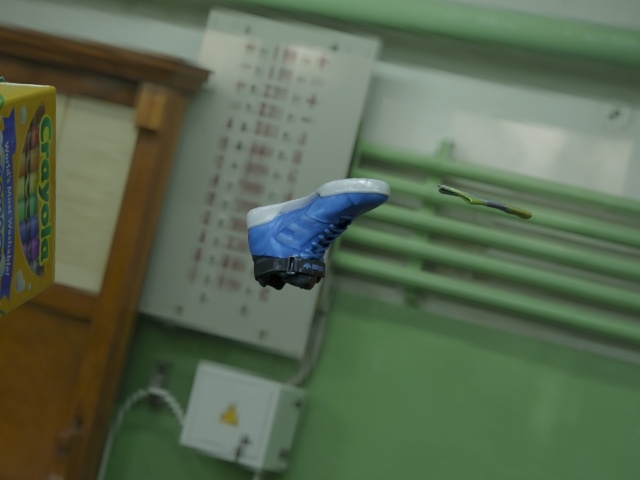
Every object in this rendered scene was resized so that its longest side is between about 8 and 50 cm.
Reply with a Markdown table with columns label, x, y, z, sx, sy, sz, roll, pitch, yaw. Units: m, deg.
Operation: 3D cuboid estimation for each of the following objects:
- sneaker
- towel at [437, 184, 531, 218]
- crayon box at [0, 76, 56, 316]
| label | x | y | z | sx | sy | sz | roll | pitch | yaw |
| --- | --- | --- | --- | --- | --- | --- | --- | --- | --- |
| sneaker | 0.001 | 0.000 | 1.365 | 0.152 | 0.085 | 0.058 | -16 | -19 | 30 |
| towel | 0.161 | -0.037 | 1.500 | 0.083 | 0.009 | 0.060 | 13 | 8 | -36 |
| crayon box | -0.318 | -0.035 | 1.413 | 0.083 | 0.203 | 0.323 | 4 | 13 | 9 |
